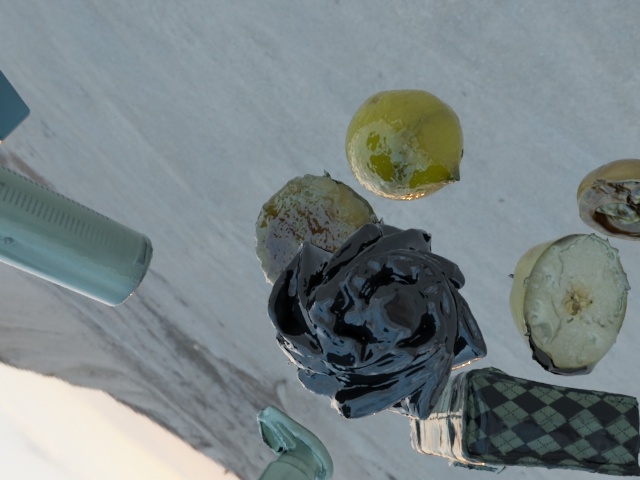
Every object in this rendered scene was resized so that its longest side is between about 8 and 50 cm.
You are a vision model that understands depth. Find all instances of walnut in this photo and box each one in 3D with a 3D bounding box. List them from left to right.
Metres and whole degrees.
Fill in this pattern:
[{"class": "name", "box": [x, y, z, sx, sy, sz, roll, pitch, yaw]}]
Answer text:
[{"class": "walnut", "box": [0.302, -0.046, 0.654, 0.121, 0.052, 0.091, 29, 144, -26]}]

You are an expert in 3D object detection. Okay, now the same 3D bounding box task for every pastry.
[{"class": "pastry", "box": [-0.004, 0.004, 1.247, 0.235, 0.257, 0.120, 25, -163, 20]}]

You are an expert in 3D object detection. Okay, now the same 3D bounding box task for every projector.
[{"class": "projector", "box": [-0.369, -0.028, 0.803, 0.337, 0.108, 0.108, 31, 172, -38]}]

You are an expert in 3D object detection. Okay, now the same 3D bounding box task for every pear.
[{"class": "pear", "box": [0.438, 0.112, 1.274, 0.267, 0.267, 0.178, 48, 168, -15]}]

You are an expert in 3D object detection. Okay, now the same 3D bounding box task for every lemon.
[{"class": "lemon", "box": [0.161, -0.191, 1.359, 0.253, 0.228, 0.228, 11, 144, 54]}]

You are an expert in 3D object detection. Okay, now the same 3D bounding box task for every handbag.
[{"class": "handbag", "box": [0.354, 0.332, 1.231, 0.316, 0.180, 0.416, 6, 164, -4]}]

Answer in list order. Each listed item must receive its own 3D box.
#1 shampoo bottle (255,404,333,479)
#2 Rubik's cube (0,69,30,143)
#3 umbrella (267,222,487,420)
[{"class": "shampoo bottle", "box": [-0.051, 0.157, 0.275, 0.065, 0.204, 0.065, 15, 125, 21]}, {"class": "Rubik's cube", "box": [-0.741, -0.207, 1.024, 0.346, 0.344, 0.347, -17, 122, 22]}, {"class": "umbrella", "box": [0.026, 0.067, 0.489, 0.118, 0.118, 0.340, 41, 171, 7]}]
